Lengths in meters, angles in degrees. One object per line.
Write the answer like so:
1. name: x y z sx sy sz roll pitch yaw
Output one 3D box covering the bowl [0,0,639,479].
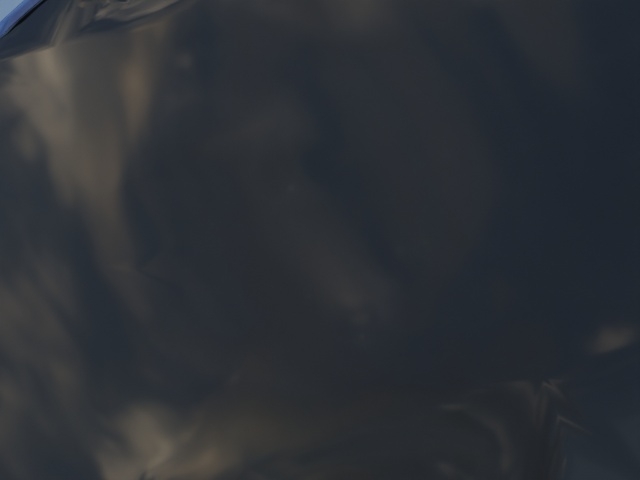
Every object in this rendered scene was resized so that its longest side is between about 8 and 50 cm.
1. bowl: 0.000 0.000 0.447 0.391 0.391 0.077 -45 -42 -12
